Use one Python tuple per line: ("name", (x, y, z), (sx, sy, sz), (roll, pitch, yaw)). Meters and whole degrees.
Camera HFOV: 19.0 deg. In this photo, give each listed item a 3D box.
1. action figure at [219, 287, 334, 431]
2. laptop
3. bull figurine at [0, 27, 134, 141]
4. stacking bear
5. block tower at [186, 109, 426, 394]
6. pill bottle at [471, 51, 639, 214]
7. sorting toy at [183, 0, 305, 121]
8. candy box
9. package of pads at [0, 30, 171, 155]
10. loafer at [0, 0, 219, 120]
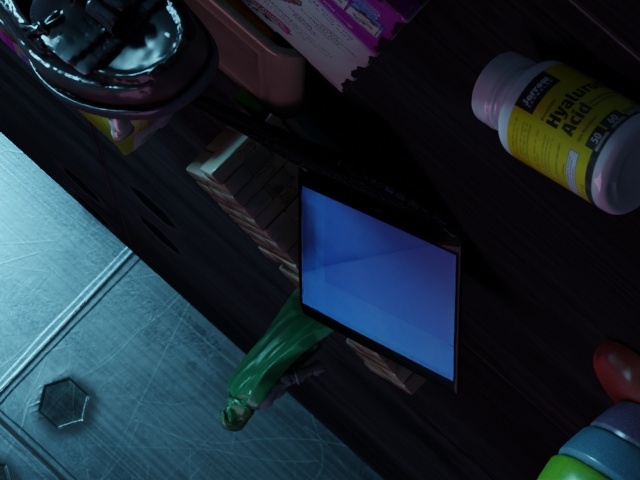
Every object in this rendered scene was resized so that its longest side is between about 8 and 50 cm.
("action figure", (-0.032, 0.121, 2.134), (0.063, 0.232, 0.137), (48, 170, -29))
("laptop", (0.000, 0.000, 1.711), (0.234, 0.137, 0.264), (25, 177, 46))
("bull figurine", (-0.234, -0.208, 1.666), (0.188, 0.101, 0.310), (54, 176, -29))
("stacking bear", (0.216, 0.246, 1.527), (0.164, 0.289, 0.175), (46, 169, -20))
("block tower", (0.004, 0.007, 1.928), (0.335, 0.091, 0.097), (49, 168, -29))
("pill bottle", (0.146, -0.068, 1.133), (0.116, 0.065, 0.065), (34, 167, 38))
("sorting toy", (-0.088, -0.191, 1.593), (0.196, 0.047, 0.348), (37, 170, 7))
("candy box", (-0.003, -0.188, 1.193), (0.159, 0.071, 0.233), (43, 169, -3))
("package of pads", (-0.238, -0.207, 1.941), (0.229, 0.101, 0.296), (43, 171, 1))
("loafer", (-0.186, -0.177, 1.363), (0.302, 0.109, 0.095), (36, 166, 46))
